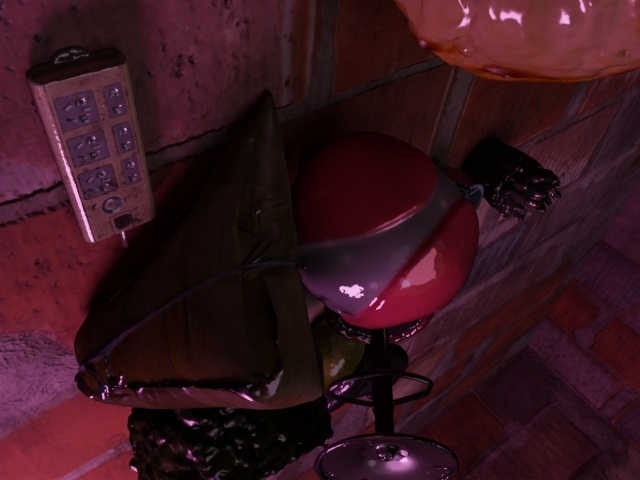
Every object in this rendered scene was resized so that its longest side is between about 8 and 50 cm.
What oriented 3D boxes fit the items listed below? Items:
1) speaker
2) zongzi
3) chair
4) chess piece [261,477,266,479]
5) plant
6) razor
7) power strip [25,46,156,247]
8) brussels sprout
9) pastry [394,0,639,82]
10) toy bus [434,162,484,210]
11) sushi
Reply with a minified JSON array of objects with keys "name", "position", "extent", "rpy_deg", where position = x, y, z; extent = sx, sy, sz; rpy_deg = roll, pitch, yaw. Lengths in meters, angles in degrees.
[{"name":"speaker","position":[0.078,-0.019,0.801],"extent":[0.294,0.294,0.294],"rpy_deg":[-30,147,-21]},{"name":"zongzi","position":[-0.184,0.032,0.734],"extent":[0.356,0.392,0.174],"rpy_deg":[-13,168,28]},{"name":"chair","position":[0.107,0.215,0.966],"extent":[0.227,0.400,0.226],"rpy_deg":[1,133,2]},{"name":"chess piece","position":[-0.145,0.485,1.302],"extent":[0.299,0.195,0.194],"rpy_deg":[-52,150,-2]},{"name":"plant","position":[0.401,-0.121,1.140],"extent":[0.129,0.194,0.132],"rpy_deg":[18,114,-51]},{"name":"razor","position":[0.101,0.371,1.490],"extent":[0.349,0.113,0.204],"rpy_deg":[7,125,-55]},{"name":"power strip","position":[-0.240,-0.082,0.599],"extent":[0.092,0.034,0.267],"rpy_deg":[-26,146,-27]},{"name":"brussels sprout","position":[0.018,0.262,1.231],"extent":[0.162,0.144,0.180],"rpy_deg":[17,94,-35]},{"name":"pastry","position":[0.229,-0.321,0.508],"extent":[0.389,0.388,0.312],"rpy_deg":[-42,157,-2]},{"name":"toy bus","position":[0.187,-0.044,1.057],"extent":[0.265,0.119,0.121],"rpy_deg":[-37,151,-6]},{"name":"sushi","position":[-0.168,0.320,0.955],"extent":[0.294,0.177,0.352],"rpy_deg":[-20,173,35]}]
